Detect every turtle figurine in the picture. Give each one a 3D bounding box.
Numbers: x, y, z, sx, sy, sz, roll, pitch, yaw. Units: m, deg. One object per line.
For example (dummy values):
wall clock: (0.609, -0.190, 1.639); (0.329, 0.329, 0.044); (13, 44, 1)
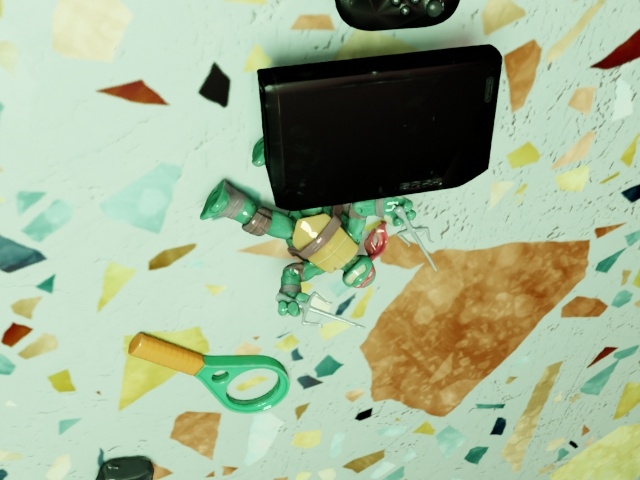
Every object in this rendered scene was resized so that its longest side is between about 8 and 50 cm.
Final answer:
turtle figurine: (0.000, 0.000, 0.705); (0.234, 0.118, 0.175); (39, 86, -21)

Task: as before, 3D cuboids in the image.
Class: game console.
game console: (0.048, -0.192, 0.542); (0.213, 0.044, 0.361); (-9, 125, -9)

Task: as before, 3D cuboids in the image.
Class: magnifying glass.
magnifying glass: (-0.135, 0.166, 0.838); (0.231, 0.026, 0.092); (30, 111, -35)

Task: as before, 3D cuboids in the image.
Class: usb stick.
usb stick: (-0.290, 0.411, 0.951); (0.077, 0.045, 0.277); (-3, 126, -28)
